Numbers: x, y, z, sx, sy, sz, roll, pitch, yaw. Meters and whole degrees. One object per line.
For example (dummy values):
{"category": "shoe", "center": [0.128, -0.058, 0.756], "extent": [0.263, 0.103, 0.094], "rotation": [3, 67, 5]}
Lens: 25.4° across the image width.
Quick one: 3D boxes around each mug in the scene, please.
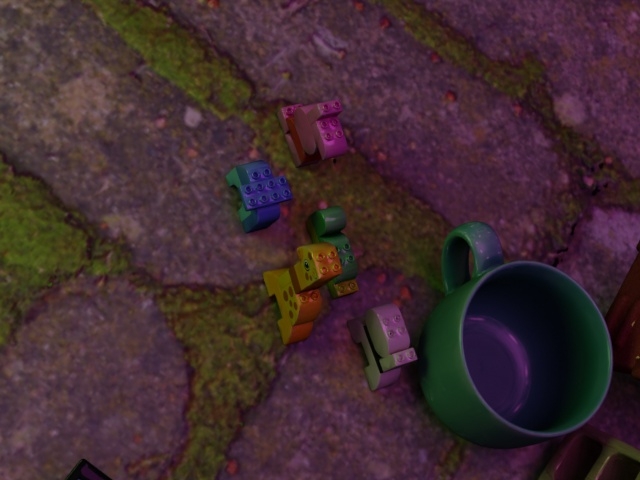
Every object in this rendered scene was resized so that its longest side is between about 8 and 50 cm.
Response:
{"category": "mug", "center": [0.139, 0.077, 1.062], "extent": [0.129, 0.097, 0.157], "rotation": [16, 67, -18]}

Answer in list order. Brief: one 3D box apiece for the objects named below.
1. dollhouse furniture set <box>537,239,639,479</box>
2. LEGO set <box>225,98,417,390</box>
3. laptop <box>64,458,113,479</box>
{"category": "dollhouse furniture set", "center": [0.268, 0.201, 1.068], "extent": [0.201, 0.152, 0.374], "rotation": [32, 85, -21]}
{"category": "LEGO set", "center": [0.000, 0.000, 1.028], "extent": [0.087, 0.093, 0.227], "rotation": [-15, 81, -27]}
{"category": "laptop", "center": [-0.130, 0.312, 0.843], "extent": [0.234, 0.136, 0.264], "rotation": [38, 30, -8]}
